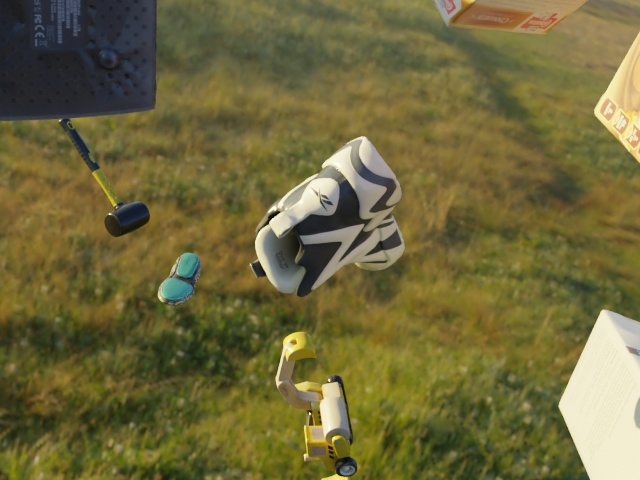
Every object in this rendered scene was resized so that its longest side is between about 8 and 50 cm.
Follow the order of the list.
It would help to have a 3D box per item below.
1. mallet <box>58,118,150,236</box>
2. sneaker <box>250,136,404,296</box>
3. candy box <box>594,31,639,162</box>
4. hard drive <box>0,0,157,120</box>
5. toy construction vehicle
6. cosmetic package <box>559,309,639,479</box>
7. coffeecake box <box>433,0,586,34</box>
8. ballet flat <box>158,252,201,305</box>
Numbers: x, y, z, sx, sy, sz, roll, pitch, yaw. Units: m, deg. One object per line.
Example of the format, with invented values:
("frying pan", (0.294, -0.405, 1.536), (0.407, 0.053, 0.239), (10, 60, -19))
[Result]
("mallet", (-0.306, -0.094, 1.525), (0.062, 0.039, 0.190), (-18, 77, -48))
("sneaker", (0.000, 0.000, 1.073), (0.094, 0.153, 0.235), (57, -8, 12))
("candy box", (0.373, -0.099, 0.902), (0.087, 0.183, 0.316), (11, 31, -24))
("hard drive", (-0.241, -0.170, 0.734), (0.254, 0.172, 0.054), (-2, 18, -15))
("toy construction vehicle", (0.000, 0.108, 0.562), (0.035, 0.098, 0.086), (-11, 43, 1))
("cosmetic package", (0.425, 0.243, 1.208), (0.217, 0.156, 0.385), (17, 17, -8))
("coffeecake box", (0.180, -0.231, 0.778), (0.142, 0.185, 0.068), (-9, 68, -49))
("ballet flat", (-0.171, 0.058, 1.309), (0.041, 0.041, 0.114), (20, 29, 0))
